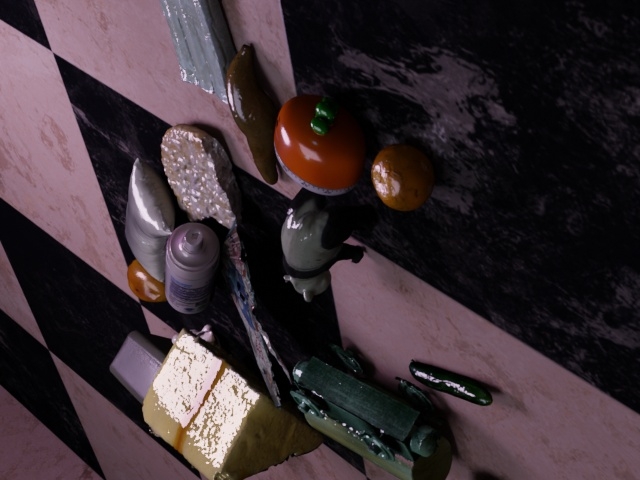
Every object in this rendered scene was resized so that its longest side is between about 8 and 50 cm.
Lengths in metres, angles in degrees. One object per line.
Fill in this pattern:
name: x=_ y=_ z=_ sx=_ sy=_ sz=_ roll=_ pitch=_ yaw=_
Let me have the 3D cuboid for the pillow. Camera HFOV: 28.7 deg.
pillow: x=-0.293 y=-0.029 z=2.174 sx=0.254 sy=0.078 sz=0.144 roll=116 pitch=135 yaw=-65

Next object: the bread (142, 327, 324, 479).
bread: x=-0.154 y=0.323 z=2.256 sx=0.263 sy=0.198 sz=0.236 roll=35 pitch=-177 yaw=38

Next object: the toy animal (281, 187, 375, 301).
toy animal: x=0.000 y=0.000 z=1.708 sx=0.094 sy=0.121 sz=0.225 roll=44 pitch=155 yaw=15

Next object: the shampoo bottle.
shampoo bottle: x=-0.217 y=0.042 z=2.108 sx=0.092 sy=0.092 sz=0.303 roll=46 pitch=162 yaw=10

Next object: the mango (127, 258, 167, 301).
mango: x=-0.329 y=0.079 z=2.420 sx=0.114 sy=0.060 sz=0.080 roll=39 pitch=136 yaw=28

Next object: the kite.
kite: x=-0.114 y=0.114 z=2.017 sx=0.368 sy=0.014 sz=0.406 roll=-126 pitch=20 yaw=-51

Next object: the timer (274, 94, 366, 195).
timer: x=-0.001 y=-0.127 z=1.565 sx=0.136 sy=0.099 sz=0.136 roll=30 pitch=154 yaw=16

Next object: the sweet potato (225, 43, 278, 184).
sweet potato: x=-0.086 y=-0.155 z=1.723 sx=0.069 sy=0.059 sz=0.249 roll=55 pitch=167 yaw=43

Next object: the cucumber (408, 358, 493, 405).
cucumber: x=0.185 y=0.204 z=1.776 sx=0.036 sy=0.033 sz=0.184 roll=42 pitch=164 yaw=-32

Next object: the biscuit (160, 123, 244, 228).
biscuit: x=-0.185 y=-0.094 z=1.981 sx=0.188 sy=0.040 sz=0.265 roll=47 pitch=156 yaw=9

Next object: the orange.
orange: x=0.100 y=-0.076 z=1.501 sx=0.083 sy=0.070 sz=0.083 roll=41 pitch=143 yaw=43

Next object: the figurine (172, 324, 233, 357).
figurine: x=-0.214 y=0.203 z=2.408 sx=0.098 sy=0.081 sz=0.146 roll=14 pitch=167 yaw=-31

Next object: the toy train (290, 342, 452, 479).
toy train: x=0.087 y=0.274 z=1.957 sx=0.307 sy=0.126 sz=0.189 roll=23 pitch=162 yaw=44

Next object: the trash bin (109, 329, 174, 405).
trash bin: x=-0.288 y=0.291 z=2.501 sx=0.240 sy=0.122 sz=0.164 roll=35 pitch=-173 yaw=35

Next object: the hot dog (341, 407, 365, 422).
hot dog: x=0.053 y=0.303 z=2.116 sx=0.144 sy=0.038 sz=0.062 roll=24 pitch=141 yaw=40

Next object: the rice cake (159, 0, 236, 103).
rice cake: x=-0.170 y=-0.295 z=1.693 sx=0.124 sy=0.038 sz=0.211 roll=30 pitch=147 yaw=36
